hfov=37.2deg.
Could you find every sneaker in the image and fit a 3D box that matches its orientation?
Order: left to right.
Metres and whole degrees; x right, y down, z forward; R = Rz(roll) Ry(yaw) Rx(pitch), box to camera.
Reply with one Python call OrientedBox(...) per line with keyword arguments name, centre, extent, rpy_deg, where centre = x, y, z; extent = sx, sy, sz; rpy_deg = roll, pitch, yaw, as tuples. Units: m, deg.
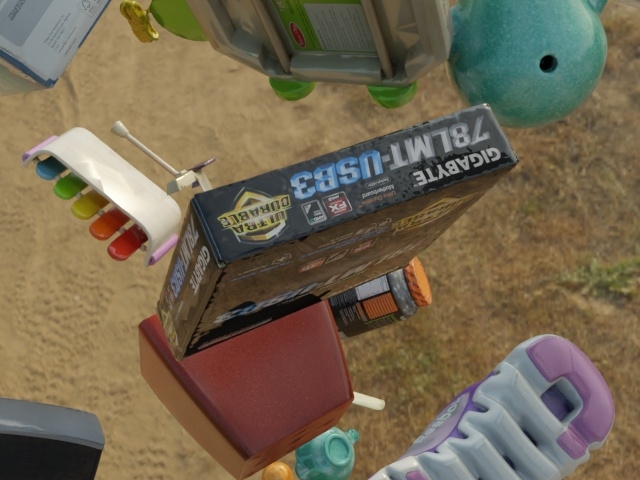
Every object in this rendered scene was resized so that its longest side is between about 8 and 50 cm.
OrientedBox(name="sneaker", centre=(0.083, 0.159, 0.605), extent=(0.236, 0.104, 0.095), rpy_deg=(-36, 86, -27))

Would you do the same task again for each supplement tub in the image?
OrientedBox(name="supplement tub", centre=(0.097, 0.101, 1.715), extent=(0.190, 0.117, 0.117), rpy_deg=(-19, 38, 16))

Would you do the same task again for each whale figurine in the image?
OrientedBox(name="whale figurine", centre=(0.216, -0.250, 1.016), extent=(0.216, 0.272, 0.141), rpy_deg=(-13, 23, 0))

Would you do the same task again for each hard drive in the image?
OrientedBox(name="hard drive", centre=(-0.303, 0.216, 0.788), extent=(0.054, 0.254, 0.172), rpy_deg=(16, 90, 45))

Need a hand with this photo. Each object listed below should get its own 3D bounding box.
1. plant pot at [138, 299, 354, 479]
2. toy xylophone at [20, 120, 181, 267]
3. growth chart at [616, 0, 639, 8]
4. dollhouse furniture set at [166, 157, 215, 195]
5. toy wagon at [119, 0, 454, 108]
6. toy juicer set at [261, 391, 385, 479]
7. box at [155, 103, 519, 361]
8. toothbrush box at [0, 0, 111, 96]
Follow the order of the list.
OrientedBox(name="plant pot", centre=(-0.097, 0.201, 1.416), extent=(0.267, 0.267, 0.236), rpy_deg=(-26, 73, -19))
OrientedBox(name="toy xylophone", centre=(-0.383, -0.102, 1.786), extent=(0.322, 0.081, 0.236), rpy_deg=(44, 35, 5))
OrientedBox(name="growth chart", centre=(0.309, -0.203, 0.662), extent=(0.172, 0.021, 0.237), rpy_deg=(10, -15, -34))
OrientedBox(name="dollhouse furniture set", centre=(-0.228, -0.077, 1.648), extent=(0.091, 0.081, 0.114), rpy_deg=(-17, 14, 35))
OrientedBox(name="toy wagon", centre=(-0.041, -0.242, 0.980), extent=(0.344, 0.267, 0.068), rpy_deg=(7, 67, 18))
OrientedBox(name="toy juicer set", centre=(-0.016, 0.400, 1.862), extent=(0.209, 0.089, 0.329), rpy_deg=(38, 49, -13))
OrientedBox(name="box", centre=(0.000, 0.000, 0.911), extent=(0.295, 0.293, 0.073), rpy_deg=(-20, 74, -23))
OrientedBox(name="toothbrush box", centre=(-0.299, -0.269, 0.968), extent=(0.216, 0.126, 0.295), rpy_deg=(-59, 26, -9))
